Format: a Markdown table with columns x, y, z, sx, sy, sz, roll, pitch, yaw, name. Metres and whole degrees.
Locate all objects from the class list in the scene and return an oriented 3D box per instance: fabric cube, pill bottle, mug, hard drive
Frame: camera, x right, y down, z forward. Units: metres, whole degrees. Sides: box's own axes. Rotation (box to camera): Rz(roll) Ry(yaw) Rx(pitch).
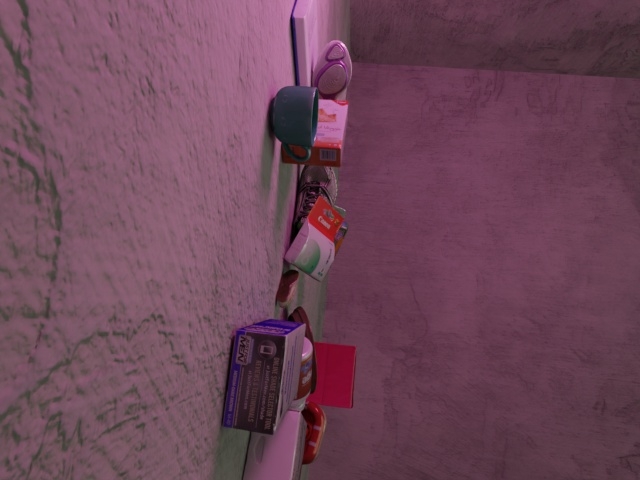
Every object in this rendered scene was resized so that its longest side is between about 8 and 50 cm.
| x | y | z | sx | sy | sz | roll | pitch | yaw | name |
| --- | --- | --- | --- | --- | --- | --- | --- | --- | --- |
| 0.029 | 0.599 | 2.035 | 0.254 | 0.258 | 0.259 | 76 | 20 | -72 | fabric cube |
| -0.085 | 0.386 | 1.295 | 0.121 | 0.121 | 0.216 | -74 | 168 | -65 | pill bottle |
| -0.061 | -0.269 | 1.026 | 0.129 | 0.097 | 0.158 | 50 | 46 | -84 | mug |
| -0.038 | -0.547 | 1.307 | 0.319 | 0.040 | 0.210 | 87 | 9 | -56 | hard drive |

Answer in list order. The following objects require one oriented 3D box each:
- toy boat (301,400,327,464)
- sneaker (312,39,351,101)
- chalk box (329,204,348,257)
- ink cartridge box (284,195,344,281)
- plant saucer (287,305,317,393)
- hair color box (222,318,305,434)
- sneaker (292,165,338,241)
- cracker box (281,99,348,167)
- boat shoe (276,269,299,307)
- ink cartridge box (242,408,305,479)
| x | y | z | sx | sy | sz | roll | pitch | yaw | name |
| --- | --- | --- | --- | --- | --- | --- | --- | --- | --- |
| -0.077 | 0.754 | 1.798 | 0.151 | 0.150 | 0.231 | 40 | 59 | -40 | toy boat |
| 0.023 | -0.462 | 1.388 | 0.152 | 0.114 | 0.305 | -99 | -169 | -47 | sneaker |
| 0.025 | -0.028 | 1.715 | 0.132 | 0.132 | 0.213 | -62 | 176 | -78 | chalk box |
| 0.000 | 0.000 | 1.424 | 0.225 | 0.056 | 0.181 | -59 | 143 | -5 | ink cartridge box |
| -0.065 | 0.353 | 1.460 | 0.278 | 0.041 | 0.278 | 175 | -90 | -74 | plant saucer |
| -0.110 | 0.279 | 1.004 | 0.339 | 0.109 | 0.185 | 68 | 29 | -83 | hair color box |
| -0.018 | -0.100 | 1.485 | 0.146 | 0.134 | 0.344 | -53 | 148 | -79 | sneaker |
| -0.010 | -0.301 | 1.243 | 0.067 | 0.155 | 0.232 | 89 | 8 | -47 | cracker box |
| -0.098 | 0.141 | 1.338 | 0.135 | 0.050 | 0.045 | -64 | 164 | -48 | boat shoe |
| -0.112 | 0.570 | 1.205 | 0.283 | 0.117 | 0.208 | 86 | 11 | -62 | ink cartridge box |
